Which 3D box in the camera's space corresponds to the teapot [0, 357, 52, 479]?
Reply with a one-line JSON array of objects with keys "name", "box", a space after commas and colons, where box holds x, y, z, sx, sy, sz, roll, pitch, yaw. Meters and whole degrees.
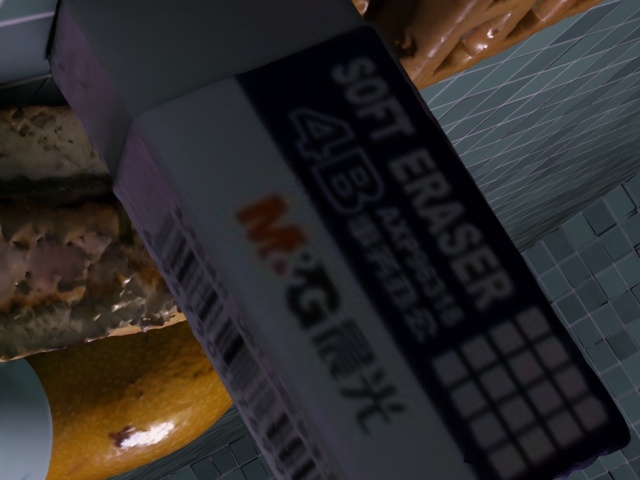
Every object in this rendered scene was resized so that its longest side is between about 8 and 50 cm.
[{"name": "teapot", "box": [-0.273, 0.133, 0.895, 0.232, 0.159, 0.159, -61, 169, 0]}]

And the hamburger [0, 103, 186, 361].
[{"name": "hamburger", "box": [-0.157, -0.001, 0.681, 0.131, 0.124, 0.262, -15, 177, 35]}]

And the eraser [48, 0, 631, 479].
[{"name": "eraser", "box": [0.000, 0.000, 0.607, 0.130, 0.287, 0.086, -25, 166, -27]}]

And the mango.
[{"name": "mango", "box": [-0.184, 0.109, 1.024, 0.295, 0.120, 0.177, -27, -148, -3]}]

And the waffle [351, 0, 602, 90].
[{"name": "waffle", "box": [0.143, -0.201, 0.594, 0.224, 0.098, 0.327, -28, 171, -29]}]
